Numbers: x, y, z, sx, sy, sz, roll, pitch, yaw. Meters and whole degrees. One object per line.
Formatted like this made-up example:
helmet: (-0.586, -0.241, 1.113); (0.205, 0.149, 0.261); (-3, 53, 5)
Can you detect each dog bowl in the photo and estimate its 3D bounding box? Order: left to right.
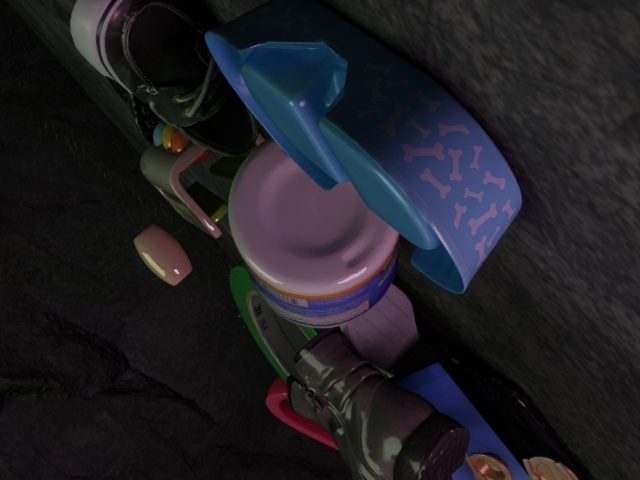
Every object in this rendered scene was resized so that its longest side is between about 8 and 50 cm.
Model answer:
dog bowl: (0.030, -0.082, 0.936); (0.297, 0.074, 0.166); (41, 170, 43)

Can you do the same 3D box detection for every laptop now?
laptop: (0.189, 0.261, 1.538); (0.234, 0.136, 0.264); (51, 173, -20)

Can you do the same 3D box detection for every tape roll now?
tape roll: (-0.003, 0.148, 1.862); (0.321, 0.077, 0.321); (46, 160, 22)

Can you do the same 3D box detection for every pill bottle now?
pill bottle: (0.000, 0.000, 1.233); (0.152, 0.152, 0.272); (47, 173, 11)

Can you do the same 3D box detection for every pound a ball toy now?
pound a ball toy: (-0.178, -0.074, 1.677); (0.135, 0.208, 0.319); (50, 173, -15)

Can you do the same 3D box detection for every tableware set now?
tableware set: (0.239, 0.289, 1.490); (0.169, 0.020, 0.141); (4, 135, 43)

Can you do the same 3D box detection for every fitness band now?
fitness band: (0.048, 0.292, 2.120); (0.291, 0.054, 0.209); (28, 156, -20)

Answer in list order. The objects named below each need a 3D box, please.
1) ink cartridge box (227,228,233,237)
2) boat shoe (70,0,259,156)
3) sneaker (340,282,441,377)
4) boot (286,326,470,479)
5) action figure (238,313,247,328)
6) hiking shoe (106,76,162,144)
ink cartridge box: (-0.064, 0.012, 1.972); (0.135, 0.056, 0.099); (49, 157, -7)
boat shoe: (-0.136, -0.179, 1.337); (0.119, 0.121, 0.335); (38, 180, 20)
sneaker: (0.070, 0.110, 1.621); (0.091, 0.094, 0.258); (37, 168, 39)
boot: (0.055, 0.258, 1.571); (0.223, 0.118, 0.338); (38, 138, 27)
action figure: (0.007, 0.162, 2.123); (0.276, 0.141, 0.164); (35, -179, -22)
hiking shoe: (-0.260, -0.228, 1.939); (0.227, 0.086, 0.114); (59, -178, -29)
